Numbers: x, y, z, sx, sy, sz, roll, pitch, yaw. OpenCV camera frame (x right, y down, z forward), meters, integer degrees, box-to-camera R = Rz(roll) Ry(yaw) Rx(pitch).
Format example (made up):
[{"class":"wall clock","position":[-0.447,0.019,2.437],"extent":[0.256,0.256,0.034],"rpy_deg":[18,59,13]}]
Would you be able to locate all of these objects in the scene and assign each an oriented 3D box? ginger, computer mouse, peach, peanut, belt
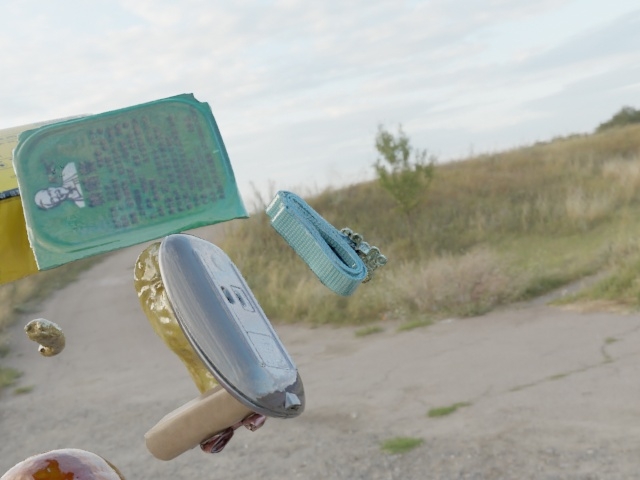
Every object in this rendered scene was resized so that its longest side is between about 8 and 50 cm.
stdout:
[{"class":"ginger","position":[-0.589,0.214,1.659],"extent":[0.069,0.051,0.173],"rpy_deg":[-7,-30,-12]},{"class":"computer mouse","position":[-0.095,0.088,0.785],"extent":[0.057,0.232,0.120],"rpy_deg":[-41,-27,14]},{"class":"peach","position":[-0.544,0.611,1.606],"extent":[0.342,0.343,0.302],"rpy_deg":[-12,-35,5]},{"class":"peanut","position":[-0.201,0.167,1.412],"extent":[0.169,0.387,0.192],"rpy_deg":[-35,3,-2]},{"class":"belt","position":[0.002,-0.003,1.101],"extent":[0.065,0.179,0.100],"rpy_deg":[-50,-10,35]}]

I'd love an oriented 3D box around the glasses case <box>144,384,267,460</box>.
[{"class":"glasses case","position":[-0.120,0.221,0.991],"extent":[0.193,0.070,0.102],"rpy_deg":[-30,1,8]}]

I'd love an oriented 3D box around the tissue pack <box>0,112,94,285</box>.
[{"class":"tissue pack","position":[-0.554,-0.096,1.544],"extent":[0.293,0.228,0.381],"rpy_deg":[28,35,34]}]

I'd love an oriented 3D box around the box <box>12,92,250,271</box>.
[{"class":"box","position":[-0.314,-0.086,1.269],"extent":[0.336,0.264,0.106],"rpy_deg":[-16,-26,-11]}]
